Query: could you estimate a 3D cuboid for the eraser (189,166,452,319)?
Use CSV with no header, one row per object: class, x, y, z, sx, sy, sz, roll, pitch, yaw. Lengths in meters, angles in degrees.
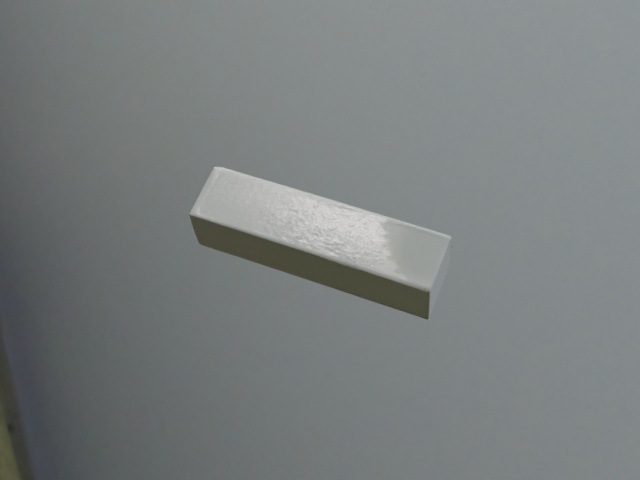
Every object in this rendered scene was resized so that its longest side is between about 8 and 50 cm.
eraser,0.000,0.001,1.215,0.076,0.298,0.078,81,29,-61
